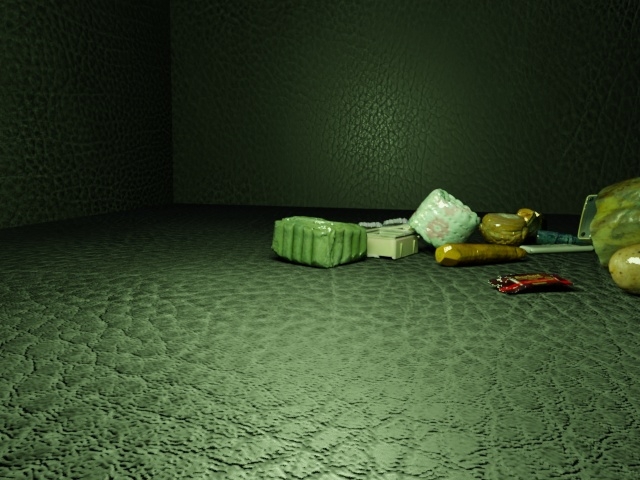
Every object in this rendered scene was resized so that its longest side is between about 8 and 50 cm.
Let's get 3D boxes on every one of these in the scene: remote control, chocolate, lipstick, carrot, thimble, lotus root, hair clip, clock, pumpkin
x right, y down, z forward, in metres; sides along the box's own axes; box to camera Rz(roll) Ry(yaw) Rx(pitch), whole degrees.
[{"bbox_3d":[0.776,0.023,1.764,0.260,0.029,0.067,-1,8,-19],"label":"remote control"},{"bbox_3d":[0.470,0.096,1.193,0.182,0.028,0.086,-2,16,-17],"label":"chocolate"},{"bbox_3d":[0.884,-0.004,1.897,0.234,0.054,0.053,4,8,13],"label":"lipstick"},{"bbox_3d":[0.463,0.041,1.508,0.314,0.066,0.066,1,7,-25],"label":"carrot"},{"bbox_3d":[0.375,-0.062,1.653,0.211,0.149,0.185,19,24,-42],"label":"thimble"},{"bbox_3d":[0.828,-0.038,1.239,0.250,0.251,0.346,-4,-2,-31],"label":"lotus root"},{"bbox_3d":[0.241,-0.039,2.031,0.292,0.085,0.106,-1,-11,20],"label":"hair clip"},{"bbox_3d":[0.203,0.007,1.649,0.146,0.071,0.192,6,9,32],"label":"clock"},{"bbox_3d":[0.791,-0.052,2.021,0.107,0.119,0.183,38,15,0],"label":"pumpkin"}]

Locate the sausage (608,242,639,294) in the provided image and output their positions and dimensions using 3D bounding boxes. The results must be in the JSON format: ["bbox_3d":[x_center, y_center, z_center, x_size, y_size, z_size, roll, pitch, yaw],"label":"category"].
[{"bbox_3d":[0.835,0.078,1.037,0.500,0.123,0.136,6,-18,35],"label":"sausage"}]

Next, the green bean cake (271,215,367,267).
[{"bbox_3d":[0.000,0.000,1.516,0.222,0.125,0.227,8,5,38],"label":"green bean cake"}]

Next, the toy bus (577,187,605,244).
[{"bbox_3d":[1.020,-0.053,1.675,0.201,0.177,0.365,21,-8,-30],"label":"toy bus"}]

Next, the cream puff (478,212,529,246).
[{"bbox_3d":[0.621,-0.031,1.826,0.165,0.115,0.150,13,18,18],"label":"cream puff"}]
